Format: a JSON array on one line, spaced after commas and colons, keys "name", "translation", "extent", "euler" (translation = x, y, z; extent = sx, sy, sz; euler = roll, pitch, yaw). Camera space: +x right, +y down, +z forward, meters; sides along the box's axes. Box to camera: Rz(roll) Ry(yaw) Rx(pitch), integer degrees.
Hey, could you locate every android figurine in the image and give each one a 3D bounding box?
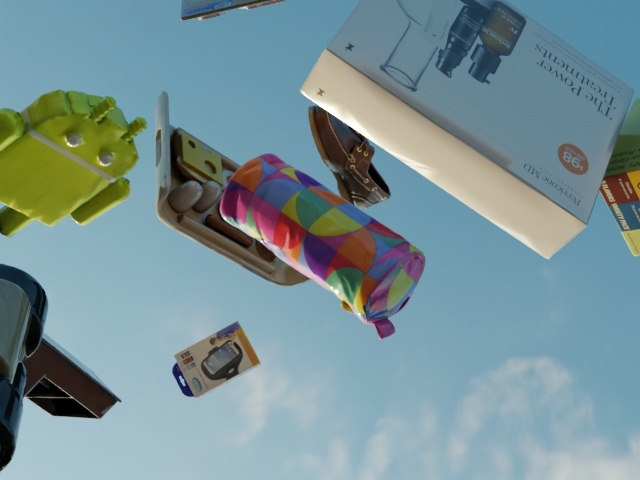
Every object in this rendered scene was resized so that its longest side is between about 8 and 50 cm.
[{"name": "android figurine", "translation": [-0.358, -0.102, 1.306], "extent": [0.273, 0.248, 0.056], "euler": [-31, -123, 15]}]

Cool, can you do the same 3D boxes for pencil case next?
[{"name": "pencil case", "translation": [0.000, 0.000, 1.051], "extent": [0.236, 0.104, 0.104], "euler": [38, -61, 28]}]

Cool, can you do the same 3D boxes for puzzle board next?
[{"name": "puzzle board", "translation": [-0.081, -0.252, 1.011], "extent": [0.128, 0.096, 0.011], "euler": [-13, -61, 0]}]

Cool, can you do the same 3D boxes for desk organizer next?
[{"name": "desk organizer", "translation": [-0.217, 0.106, 0.764], "extent": [0.047, 0.050, 0.130], "euler": [35, -14, 37]}]

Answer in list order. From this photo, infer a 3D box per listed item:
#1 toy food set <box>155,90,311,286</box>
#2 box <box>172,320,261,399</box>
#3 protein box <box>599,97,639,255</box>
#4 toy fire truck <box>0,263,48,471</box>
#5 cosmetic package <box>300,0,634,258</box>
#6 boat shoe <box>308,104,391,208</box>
[{"name": "toy food set", "translation": [-0.127, -0.080, 1.489], "extent": [0.092, 0.220, 0.306], "euler": [-36, -48, 26]}, {"name": "box", "translation": [-0.175, 0.200, 1.599], "extent": [0.136, 0.028, 0.081], "euler": [-28, -104, -8]}, {"name": "protein box", "translation": [0.506, -0.105, 1.295], "extent": [0.200, 0.201, 0.136], "euler": [-12, -60, 44]}, {"name": "toy fire truck", "translation": [-0.293, 0.108, 0.515], "extent": [0.246, 0.158, 0.217], "euler": [16, -58, -15]}, {"name": "cosmetic package", "translation": [0.200, -0.192, 1.258], "extent": [0.377, 0.284, 0.097], "euler": [33, -37, -3]}, {"name": "boat shoe", "translation": [0.045, -0.124, 1.412], "extent": [0.073, 0.073, 0.207], "euler": [-11, -38, 18]}]
